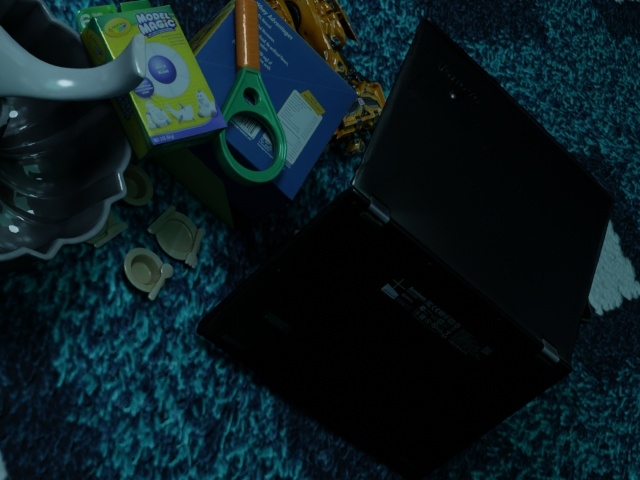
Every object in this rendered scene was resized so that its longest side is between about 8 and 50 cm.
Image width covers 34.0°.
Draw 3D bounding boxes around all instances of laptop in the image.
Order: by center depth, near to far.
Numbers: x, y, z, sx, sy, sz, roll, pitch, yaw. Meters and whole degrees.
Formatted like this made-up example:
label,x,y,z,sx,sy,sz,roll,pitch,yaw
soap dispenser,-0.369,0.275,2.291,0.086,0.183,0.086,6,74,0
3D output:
label,x,y,z,sx,sy,sz,roll,pitch,yaw
laptop,0.125,0.025,1.299,0.382,0.408,0.236,38,23,-24

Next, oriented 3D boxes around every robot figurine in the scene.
label,x,y,z,sx,sy,sz,roll,pitch,yaw
robot figurine,-0.005,-0.256,1.509,0.211,0.085,0.291,-25,85,-45

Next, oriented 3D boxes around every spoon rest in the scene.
label,x,y,z,sx,sy,sz,roll,pitch,yaw
spoon rest,-0.312,-0.184,1.007,0.276,0.084,0.137,9,59,-25

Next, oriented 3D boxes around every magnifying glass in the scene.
label,x,y,z,sx,sy,sz,roll,pitch,yaw
magnifying glass,-0.084,-0.173,1.217,0.092,0.026,0.230,9,71,-34

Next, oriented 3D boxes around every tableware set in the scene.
label,x,y,z,sx,sy,sz,roll,pitch,yaw
tableware set,-0.213,-0.016,1.217,0.168,0.020,0.141,46,43,-14

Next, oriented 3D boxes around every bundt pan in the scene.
label,x,y,z,sx,sy,sz,roll,pitch,yaw
bundt pan,-0.363,-0.107,1.048,0.331,0.124,0.330,24,52,-34

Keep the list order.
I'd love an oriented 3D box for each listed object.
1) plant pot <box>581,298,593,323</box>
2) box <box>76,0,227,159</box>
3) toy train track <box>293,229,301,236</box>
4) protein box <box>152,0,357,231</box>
label,x,y,z,sx,sy,sz,roll,pitch,yaw
plant pot,0.257,0.048,1.523,0.188,0.167,0.187,12,60,-38
box,-0.184,-0.184,1.135,0.105,0.043,0.179,-21,80,-41
toy train track,0.000,0.000,1.418,0.083,0.014,0.048,19,55,-35
protein box,-0.098,-0.162,1.305,0.200,0.136,0.201,43,53,-17
